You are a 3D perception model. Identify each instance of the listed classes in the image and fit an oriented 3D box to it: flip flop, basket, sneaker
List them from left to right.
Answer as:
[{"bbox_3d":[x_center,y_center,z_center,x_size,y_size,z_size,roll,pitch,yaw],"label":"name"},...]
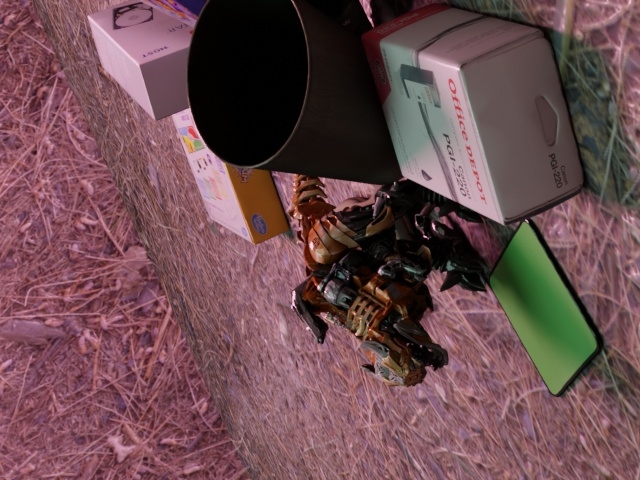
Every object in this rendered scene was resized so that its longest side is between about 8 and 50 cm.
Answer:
[{"bbox_3d":[0.001,-0.140,1.568,0.227,0.154,0.204,18,-129,-48],"label":"basket"},{"bbox_3d":[0.010,-0.235,1.647,0.106,0.078,0.234,-105,-7,-53],"label":"sneaker"},{"bbox_3d":[0.054,-0.007,1.914,0.112,0.080,0.277,68,165,-7],"label":"flip flop"}]

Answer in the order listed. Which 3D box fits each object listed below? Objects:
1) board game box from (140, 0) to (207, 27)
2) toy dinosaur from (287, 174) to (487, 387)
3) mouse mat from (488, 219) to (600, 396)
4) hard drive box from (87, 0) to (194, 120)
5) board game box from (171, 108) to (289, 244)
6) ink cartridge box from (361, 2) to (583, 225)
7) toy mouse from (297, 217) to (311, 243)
[{"bbox_3d":[-0.254,-0.369,1.969,0.347,0.078,0.233,29,180,27],"label":"board game box"},{"bbox_3d":[0.056,0.008,1.660,0.164,0.218,0.322,103,142,-67],"label":"toy dinosaur"},{"bbox_3d":[0.224,0.071,1.595,0.152,0.007,0.189,62,164,16],"label":"mouse mat"},{"bbox_3d":[-0.197,-0.271,2.179,0.232,0.181,0.089,43,152,54],"label":"hard drive box"},{"bbox_3d":[-0.164,-0.166,2.449,0.242,0.064,0.316,29,140,66],"label":"board game box"},{"bbox_3d":[0.136,-0.120,1.439,0.218,0.092,0.158,30,142,63],"label":"ink cartridge box"},{"bbox_3d":[0.000,0.000,2.207,0.161,0.031,0.143,68,165,-6],"label":"toy mouse"}]
